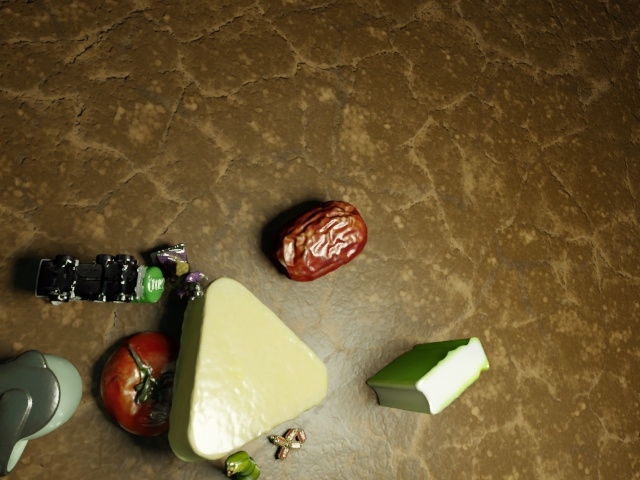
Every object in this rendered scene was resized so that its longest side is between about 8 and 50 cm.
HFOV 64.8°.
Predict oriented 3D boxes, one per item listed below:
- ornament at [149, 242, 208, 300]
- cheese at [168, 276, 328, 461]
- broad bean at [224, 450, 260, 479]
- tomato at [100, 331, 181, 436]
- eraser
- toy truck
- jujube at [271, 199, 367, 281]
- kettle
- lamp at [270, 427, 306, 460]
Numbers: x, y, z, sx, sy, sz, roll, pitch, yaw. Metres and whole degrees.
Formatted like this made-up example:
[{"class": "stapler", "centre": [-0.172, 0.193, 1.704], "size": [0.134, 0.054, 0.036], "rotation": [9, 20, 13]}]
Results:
[{"class": "ornament", "centre": [-0.298, 0.082, 1.128], "size": [0.081, 0.203, 0.088], "rotation": [-26, 122, -29]}, {"class": "cheese", "centre": [-0.181, 0.254, 1.119], "size": [0.384, 0.104, 0.383], "rotation": [20, 55, -32]}, {"class": "broad bean", "centre": [-0.163, 0.476, 1.057], "size": [0.052, 0.256, 0.052], "rotation": [4, 62, 3]}, {"class": "tomato", "centre": [-0.361, 0.311, 1.100], "size": [0.228, 0.101, 0.227], "rotation": [4, 78, -18]}, {"class": "eraser", "centre": [0.257, 0.323, 1.229], "size": [0.210, 0.274, 0.092], "rotation": [-30, 86, -25]}, {"class": "toy truck", "centre": [-0.465, 0.088, 1.081], "size": [0.243, 0.125, 0.101], "rotation": [1, 77, 5]}, {"class": "jujube", "centre": [0.000, 0.000, 1.283], "size": [0.250, 0.174, 0.174], "rotation": [-33, 89, -14]}, {"class": "kettle", "centre": [-0.555, 0.320, 0.948], "size": [0.161, 0.236, 0.221], "rotation": [19, 70, -16]}, {"class": "lamp", "centre": [-0.073, 0.477, 1.201], "size": [0.083, 0.031, 0.063], "rotation": [-20, 85, -27]}]
